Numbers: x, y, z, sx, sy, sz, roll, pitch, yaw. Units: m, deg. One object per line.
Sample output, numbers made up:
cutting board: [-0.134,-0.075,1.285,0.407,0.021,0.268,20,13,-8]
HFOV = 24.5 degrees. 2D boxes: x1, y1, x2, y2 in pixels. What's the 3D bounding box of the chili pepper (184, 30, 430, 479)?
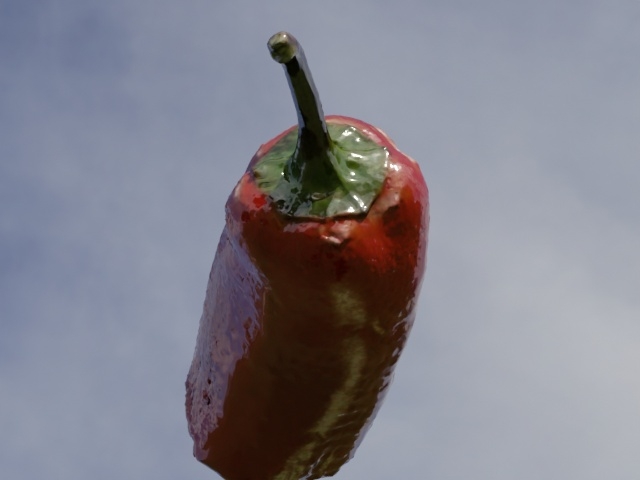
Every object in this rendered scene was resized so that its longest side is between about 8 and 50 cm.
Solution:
chili pepper: [0.002,-0.003,0.894,0.131,0.134,0.338,5,-52,-10]
